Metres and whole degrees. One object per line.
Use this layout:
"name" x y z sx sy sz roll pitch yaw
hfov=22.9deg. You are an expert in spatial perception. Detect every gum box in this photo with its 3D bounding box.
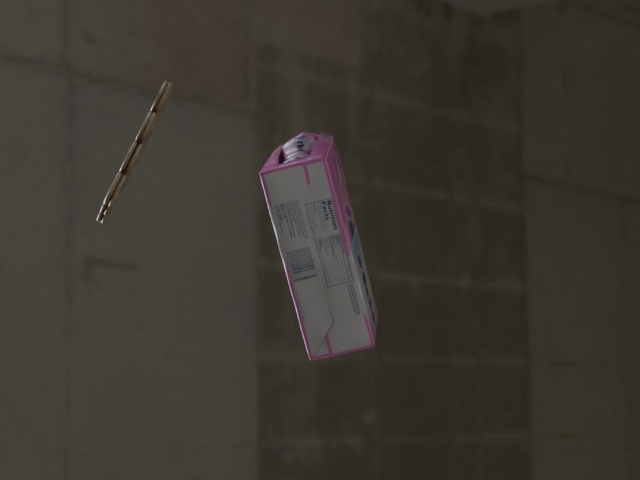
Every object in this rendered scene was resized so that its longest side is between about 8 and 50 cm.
"gum box" 0.000 0.000 1.430 0.107 0.062 0.188 -74 -30 -75

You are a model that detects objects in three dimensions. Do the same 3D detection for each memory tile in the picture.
"memory tile" -0.191 -0.090 1.632 0.012 0.113 0.148 26 -108 -7
